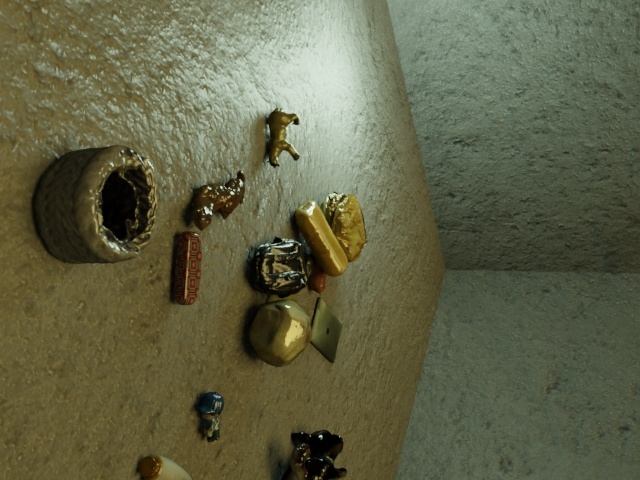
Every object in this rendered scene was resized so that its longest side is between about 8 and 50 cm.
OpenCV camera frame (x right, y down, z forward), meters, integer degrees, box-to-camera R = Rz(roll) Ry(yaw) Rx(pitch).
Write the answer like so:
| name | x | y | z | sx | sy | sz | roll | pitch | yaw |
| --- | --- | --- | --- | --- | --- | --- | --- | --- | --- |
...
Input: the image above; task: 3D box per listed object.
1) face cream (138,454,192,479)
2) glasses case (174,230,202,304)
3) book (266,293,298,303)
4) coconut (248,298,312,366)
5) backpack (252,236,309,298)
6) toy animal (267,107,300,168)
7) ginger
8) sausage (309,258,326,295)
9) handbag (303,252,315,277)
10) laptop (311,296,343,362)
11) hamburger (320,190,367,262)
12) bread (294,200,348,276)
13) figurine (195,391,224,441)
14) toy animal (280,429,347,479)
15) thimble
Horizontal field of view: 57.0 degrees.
| name | x | y | z | sx | sy | sz | roll | pitch | yaw |
| --- | --- | --- | --- | --- | --- | --- | --- | --- | --- |
| face cream | -0.387 | 0.589 | 1.481 | 0.182 | 0.051 | 0.072 | 58 | 41 | -50 |
| glasses case | -0.353 | 0.073 | 1.559 | 0.073 | 0.049 | 0.194 | 17 | 75 | -65 |
| book | -0.128 | 0.188 | 2.080 | 0.168 | 0.013 | 0.192 | 61 | 38 | -45 |
| coconut | -0.123 | 0.284 | 1.882 | 0.224 | 0.224 | 0.224 | 0 | 90 | -65 |
| backpack | -0.136 | 0.089 | 1.940 | 0.258 | 0.133 | 0.206 | -4 | 86 | -55 |
| toy animal | -0.137 | -0.348 | 1.994 | 0.101 | 0.103 | 0.218 | 0 | 92 | -46 |
| ginger | -0.291 | -0.113 | 1.681 | 0.290 | 0.084 | 0.122 | -46 | 152 | -61 |
| sausage | -0.005 | 0.129 | 2.289 | 0.065 | 0.065 | 0.169 | 49 | 46 | -54 |
| handbag | -0.052 | 0.098 | 2.202 | 0.072 | 0.047 | 0.111 | 62 | 36 | -51 |
| laptop | 0.024 | 0.369 | 2.401 | 0.269 | 0.015 | 0.187 | 54 | 43 | -51 |
| hamburger | 0.085 | -0.057 | 2.390 | 0.259 | 0.145 | 0.283 | -38 | 127 | -56 |
| bread | 0.000 | 0.000 | 2.204 | 0.305 | 0.091 | 0.142 | 61 | 31 | -21 |
| figurine | -0.298 | 0.490 | 1.647 | 0.077 | 0.079 | 0.136 | -141 | -145 | -68 |
| toy animal | -0.022 | 0.789 | 2.096 | 0.344 | 0.194 | 0.302 | -46 | 136 | -63 |
| thimble | -0.452 | -0.073 | 1.222 | 0.217 | 0.157 | 0.245 | 37 | 57 | -60 |
